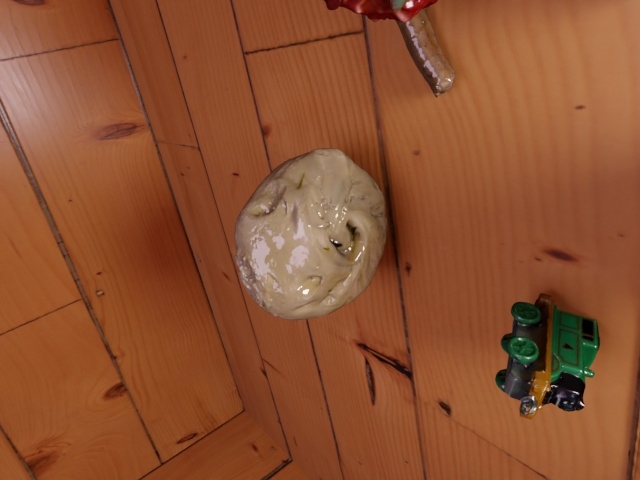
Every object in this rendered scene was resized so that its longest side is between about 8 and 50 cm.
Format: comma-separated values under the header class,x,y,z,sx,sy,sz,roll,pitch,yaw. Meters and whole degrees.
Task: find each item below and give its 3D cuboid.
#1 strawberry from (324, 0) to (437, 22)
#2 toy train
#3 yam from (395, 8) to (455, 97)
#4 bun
class,x,y,z,sx,sy,sz,roll,pitch,yaw
strawberry,0.075,-0.482,0.592,0.318,0.295,0.345,74,-173,-50
toy train,0.344,0.172,0.705,0.136,0.228,0.091,12,128,17
yam,0.151,-0.344,0.747,0.056,0.056,0.241,-28,87,60
bun,0.000,0.000,0.972,0.326,0.362,0.234,33,171,-36
